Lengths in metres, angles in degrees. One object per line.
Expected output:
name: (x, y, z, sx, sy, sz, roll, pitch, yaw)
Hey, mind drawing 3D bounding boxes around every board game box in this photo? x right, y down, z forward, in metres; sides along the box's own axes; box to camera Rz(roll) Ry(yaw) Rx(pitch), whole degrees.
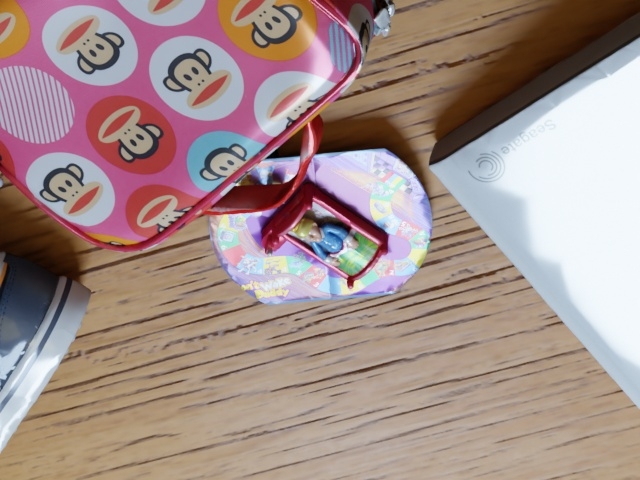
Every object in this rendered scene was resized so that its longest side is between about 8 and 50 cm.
board game box: (0.000, 0.000, 1.349, 0.169, 0.033, 0.133, -5, 124, 5)

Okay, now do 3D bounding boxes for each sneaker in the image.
sneaker: (-0.306, 0.144, 1.395, 0.127, 0.126, 0.321, 28, 102, -14)

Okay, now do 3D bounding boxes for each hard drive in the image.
hard drive: (0.278, 0.009, 1.317, 0.233, 0.047, 0.353, -32, 109, 31)

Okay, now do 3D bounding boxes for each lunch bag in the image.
lunch bag: (-0.103, -0.124, 1.216, 0.258, 0.120, 0.293, 43, 125, -18)

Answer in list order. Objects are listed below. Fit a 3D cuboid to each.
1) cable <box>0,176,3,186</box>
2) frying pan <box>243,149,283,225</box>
cable: (-0.350, -0.051, 1.239, 0.257, 0.257, 0.089, 21, 87, -36)
frying pan: (-0.091, -0.172, 1.287, 0.197, 0.053, 0.326, 14, 111, -1)
